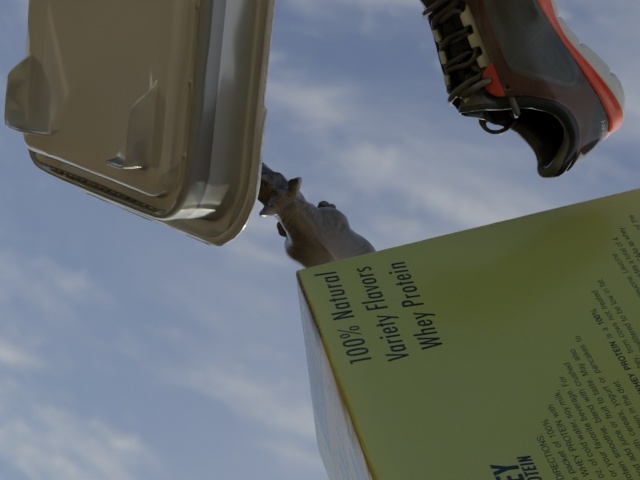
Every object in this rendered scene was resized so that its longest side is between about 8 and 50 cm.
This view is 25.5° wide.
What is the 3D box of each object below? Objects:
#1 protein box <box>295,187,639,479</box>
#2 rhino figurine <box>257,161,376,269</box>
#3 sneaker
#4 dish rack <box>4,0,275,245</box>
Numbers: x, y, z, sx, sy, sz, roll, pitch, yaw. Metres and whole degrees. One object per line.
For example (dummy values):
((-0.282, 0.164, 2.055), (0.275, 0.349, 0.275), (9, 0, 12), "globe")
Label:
((0.113, 0.102, 0.673), (0.200, 0.201, 0.136), (-112, -168, -47), "protein box")
((0.000, 0.000, 1.400), (0.243, 0.073, 0.106), (49, 4, -27), "rhino figurine")
((0.080, -0.093, 0.672), (0.158, 0.065, 0.061), (44, -25, -10), "sneaker")
((-0.127, -0.178, 0.908), (0.285, 0.072, 0.333), (21, -73, 55), "dish rack")
